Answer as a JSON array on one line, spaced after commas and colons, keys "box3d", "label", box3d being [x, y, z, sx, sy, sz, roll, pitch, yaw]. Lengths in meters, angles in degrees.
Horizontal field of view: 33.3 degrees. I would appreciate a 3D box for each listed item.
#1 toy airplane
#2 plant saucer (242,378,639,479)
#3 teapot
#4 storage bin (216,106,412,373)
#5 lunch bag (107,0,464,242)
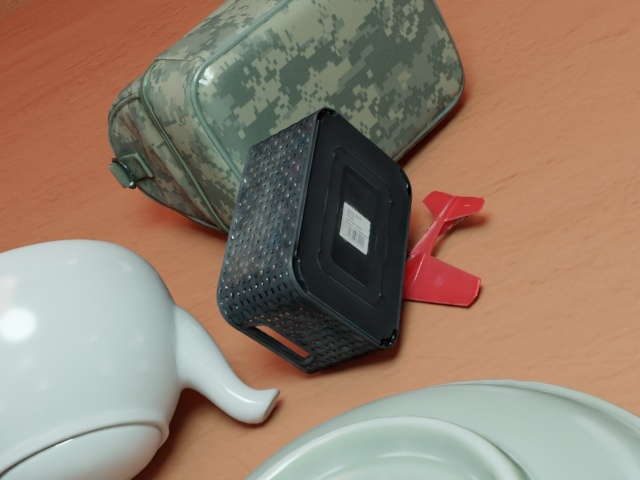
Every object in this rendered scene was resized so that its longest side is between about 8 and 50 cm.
[{"box3d": [0.088, 0.009, 0.897, 0.151, 0.028, 0.151, -24, 33, 17], "label": "toy airplane"}, {"box3d": [0.034, 0.210, 0.600, 0.401, 0.100, 0.400, -23, 33, 16], "label": "plant saucer"}, {"box3d": [-0.214, 0.133, 0.838, 0.256, 0.253, 0.187, -39, 63, 30], "label": "teapot"}, {"box3d": [0.000, 0.000, 0.857, 0.084, 0.122, 0.180, -24, 43, 36], "label": "storage bin"}, {"box3d": [-0.047, -0.153, 1.065, 0.305, 0.212, 0.256, -44, 30, -24], "label": "lunch bag"}]
